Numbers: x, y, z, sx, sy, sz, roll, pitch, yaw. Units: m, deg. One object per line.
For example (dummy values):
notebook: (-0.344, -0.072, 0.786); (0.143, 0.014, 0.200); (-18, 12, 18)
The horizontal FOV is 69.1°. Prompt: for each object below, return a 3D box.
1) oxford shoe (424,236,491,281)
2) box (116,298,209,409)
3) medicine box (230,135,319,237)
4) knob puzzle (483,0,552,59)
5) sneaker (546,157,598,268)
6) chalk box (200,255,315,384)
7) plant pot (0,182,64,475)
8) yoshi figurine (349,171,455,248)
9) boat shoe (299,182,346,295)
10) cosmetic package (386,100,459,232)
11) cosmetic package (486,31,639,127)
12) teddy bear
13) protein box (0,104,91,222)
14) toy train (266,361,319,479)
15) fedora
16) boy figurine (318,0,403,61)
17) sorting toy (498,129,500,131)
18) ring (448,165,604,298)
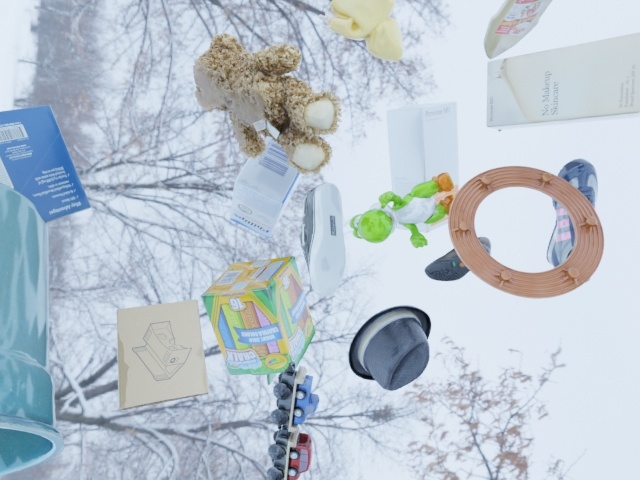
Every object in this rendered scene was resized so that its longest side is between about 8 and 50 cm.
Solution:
oxford shoe: (0.409, 0.056, 1.376); (0.227, 0.083, 0.096); (-30, -163, 42)
box: (-0.319, 0.222, 0.936); (0.021, 0.165, 0.201); (112, -32, -57)
medicine box: (-0.147, -0.189, 1.422); (0.263, 0.149, 0.289); (-65, -176, -23)
knob puzzle: (0.448, -0.516, 1.085); (0.030, 0.213, 0.213); (55, -47, 23)
sneaker: (0.646, -0.040, 1.148); (0.131, 0.112, 0.318); (-98, 176, -61)
chalk box: (-0.133, 0.209, 1.133); (0.179, 0.180, 0.288); (-8, -70, 20)
plant pot: (-0.502, 0.106, 0.583); (0.341, 0.341, 0.334); (-48, -134, 44)
yoshi figurine: (0.267, -0.079, 1.498); (0.362, 0.203, 0.203); (-21, -115, 13)
boat shoe: (0.000, 0.000, 0.891); (0.070, 0.078, 0.219); (-15, -114, 46)
cosmetic package: (0.396, -0.279, 1.758); (0.162, 0.230, 0.452); (11, -65, 47)
cosmetic package: (0.543, -0.342, 1.040); (0.310, 0.113, 0.160); (3, -80, 40)
teddy bear: (-0.096, -0.266, 0.903); (0.338, 0.113, 0.245); (22, -46, 32)
protein box: (-0.571, -0.116, 0.836); (0.136, 0.200, 0.201); (-5, -71, 33)
toy train: (-0.024, 0.174, 0.379); (0.027, 0.036, 0.158); (-56, 152, -76)
fedora: (0.258, 0.384, 1.567); (0.152, 0.334, 0.333); (-122, -134, -57)
boy figurine: (0.085, -0.501, 0.969); (0.177, 0.285, 0.092); (-48, -156, 4)
sorting toy: (0.517, -0.350, 1.298); (0.042, 0.102, 0.061); (1, -134, 24)
ring: (0.458, -0.033, 1.038); (0.032, 0.337, 0.336); (83, -7, -64)
